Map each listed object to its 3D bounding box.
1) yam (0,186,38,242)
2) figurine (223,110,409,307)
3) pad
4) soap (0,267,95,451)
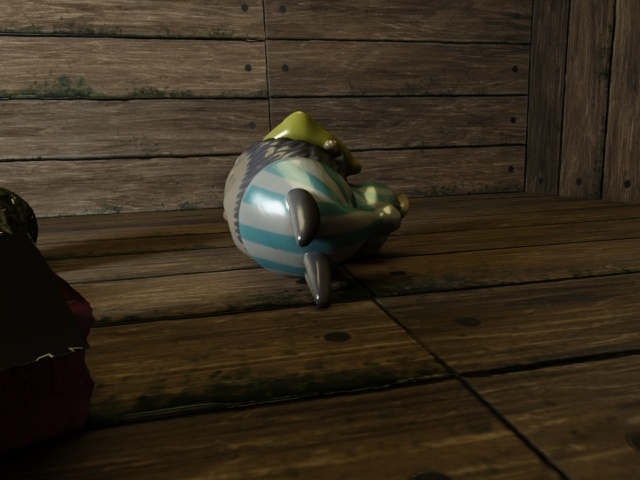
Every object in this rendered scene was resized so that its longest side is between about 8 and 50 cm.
[{"bbox_3d":[-0.690,-0.024,0.898,0.195,0.195,0.300,-9,11,-32],"label":"yam"},{"bbox_3d":[0.000,0.000,0.779,0.362,0.266,0.377,21,37,-19],"label":"figurine"},{"bbox_3d":[-0.267,0.037,0.285,0.164,0.004,0.243,-8,22,-39],"label":"pad"},{"bbox_3d":[-0.346,0.088,0.387,0.220,0.127,0.325,-8,11,-41],"label":"soap"}]
